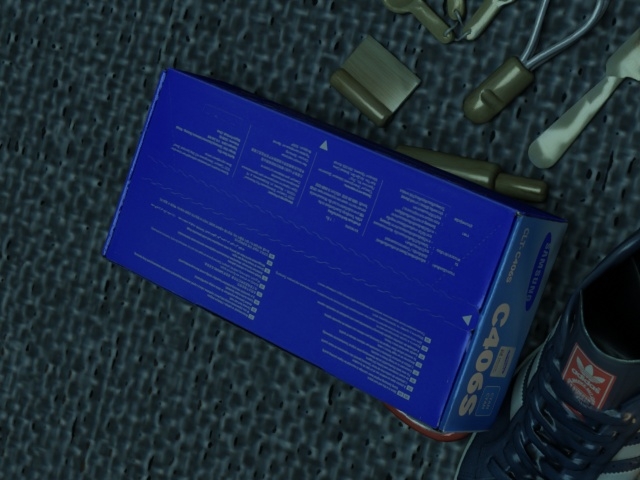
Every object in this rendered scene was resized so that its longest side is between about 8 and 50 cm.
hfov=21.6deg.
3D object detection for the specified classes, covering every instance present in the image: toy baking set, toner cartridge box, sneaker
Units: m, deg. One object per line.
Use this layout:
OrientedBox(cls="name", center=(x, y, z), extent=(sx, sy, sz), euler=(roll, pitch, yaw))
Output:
OrientedBox(cls="toy baking set", center=(0.128, -0.126, 1.267), extent=(0.256, 0.030, 0.196), euler=(17, 96, 22))
OrientedBox(cls="toner cartridge box", center=(0.000, 0.000, 1.257), extent=(0.348, 0.075, 0.165), euler=(25, 101, 35))
OrientedBox(cls="sneaker", center=(0.189, 0.106, 1.176), extent=(0.131, 0.148, 0.350), euler=(37, 104, 19))

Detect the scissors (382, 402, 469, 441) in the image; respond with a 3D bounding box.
OrientedBox(cls="scissors", center=(0.017, 0.039, 1.318), extent=(0.297, 0.021, 0.109), euler=(36, 102, 19))
